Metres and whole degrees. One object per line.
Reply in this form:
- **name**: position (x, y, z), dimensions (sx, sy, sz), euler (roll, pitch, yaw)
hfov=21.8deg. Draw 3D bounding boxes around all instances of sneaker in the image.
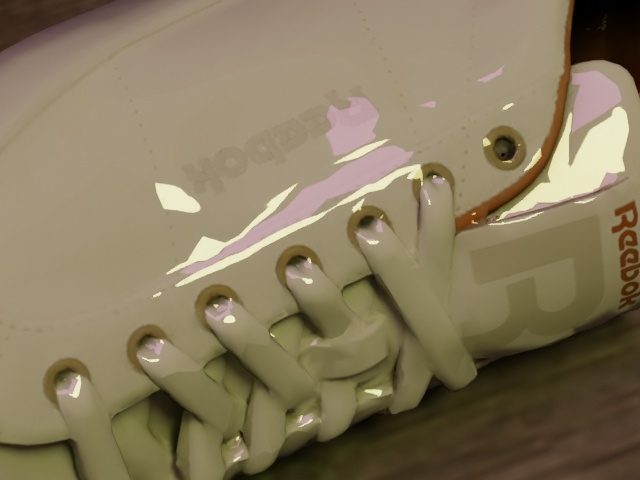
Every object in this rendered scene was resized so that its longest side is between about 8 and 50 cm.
- **sneaker**: position (0.000, 0.000, 0.358), dimensions (0.123, 0.106, 0.290), euler (24, 56, 30)
